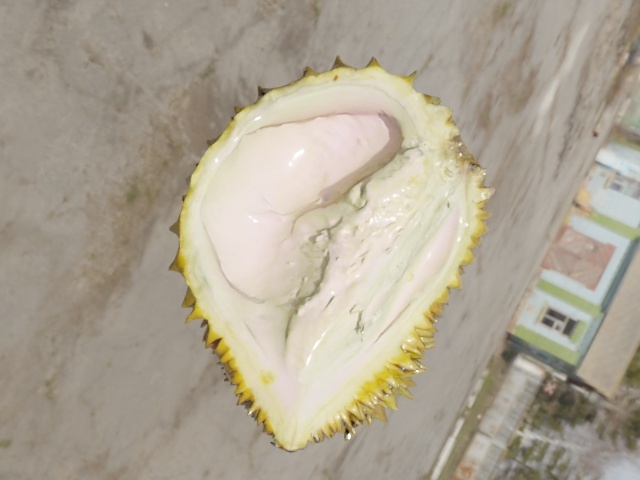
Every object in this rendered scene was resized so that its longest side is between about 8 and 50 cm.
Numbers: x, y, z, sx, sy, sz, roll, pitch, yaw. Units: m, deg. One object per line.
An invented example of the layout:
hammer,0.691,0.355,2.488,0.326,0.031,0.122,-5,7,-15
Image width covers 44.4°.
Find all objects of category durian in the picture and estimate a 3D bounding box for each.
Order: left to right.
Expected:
durian,0.007,0.005,0.521,0.250,0.183,0.138,-64,161,-8
